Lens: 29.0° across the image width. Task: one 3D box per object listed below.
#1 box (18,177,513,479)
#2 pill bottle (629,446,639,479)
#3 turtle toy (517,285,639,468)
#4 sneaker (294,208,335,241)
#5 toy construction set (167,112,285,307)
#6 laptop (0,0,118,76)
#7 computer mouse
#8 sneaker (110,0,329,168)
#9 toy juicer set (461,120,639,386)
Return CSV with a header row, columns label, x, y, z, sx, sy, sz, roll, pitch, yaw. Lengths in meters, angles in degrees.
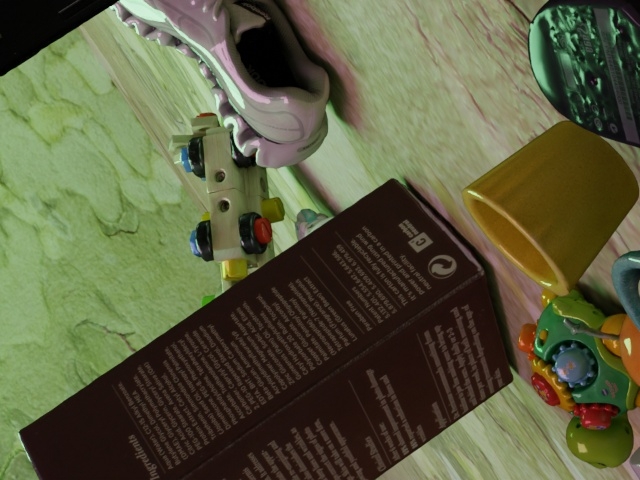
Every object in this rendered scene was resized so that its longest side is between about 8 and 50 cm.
label,x,y,z,sx,sy,sz,roll,pitch,yaw
box,-0.035,0.140,1.048,0.143,0.381,0.191,49,169,37
pill bottle,0.240,0.169,0.739,0.120,0.067,0.067,55,171,1
turtle toy,0.174,0.091,0.798,0.130,0.066,0.095,59,170,-25
sneaker,0.000,0.000,1.372,0.212,0.080,0.094,84,162,-74
toy construction set,-0.088,-0.025,1.472,0.328,0.151,0.215,69,-166,17
laptop,-0.214,-0.291,0.892,0.264,0.234,0.137,50,170,34
computer mouse,0.162,-0.057,0.455,0.242,0.041,0.071,31,147,55
sneaker,-0.094,-0.199,1.067,0.292,0.110,0.118,46,162,5
toy juicer set,0.193,0.074,0.499,0.209,0.089,0.329,50,173,-28
